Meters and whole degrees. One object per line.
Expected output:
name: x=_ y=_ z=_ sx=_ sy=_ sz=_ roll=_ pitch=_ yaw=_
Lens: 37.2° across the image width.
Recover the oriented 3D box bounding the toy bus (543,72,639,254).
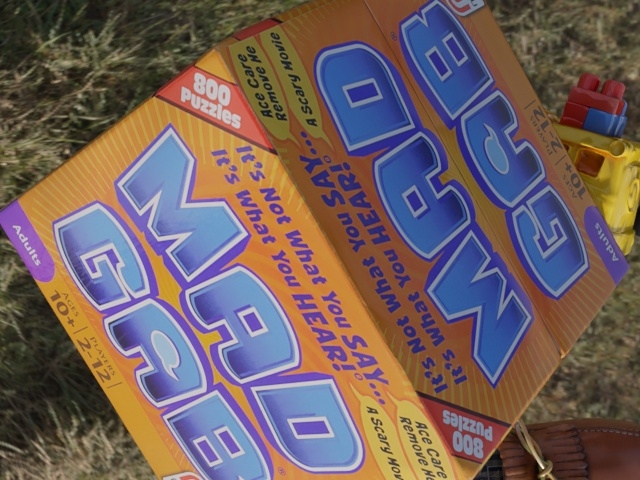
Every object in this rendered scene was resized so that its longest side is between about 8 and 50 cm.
toy bus: x=0.283 y=-0.100 z=1.152 sx=0.149 sy=0.220 sz=0.212 roll=-7 pitch=113 yaw=-54

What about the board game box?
board game box: x=0.000 y=0.000 z=0.896 sx=0.356 sy=0.356 sz=0.356 roll=-36 pitch=98 yaw=-45

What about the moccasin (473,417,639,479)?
moccasin: x=0.253 y=0.296 z=1.232 sx=0.147 sy=0.379 sz=0.139 roll=18 pitch=71 yaw=-67

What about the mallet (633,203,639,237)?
mallet: x=0.512 y=0.010 z=1.303 sx=0.189 sy=0.062 sz=0.039 roll=38 pitch=40 yaw=11
